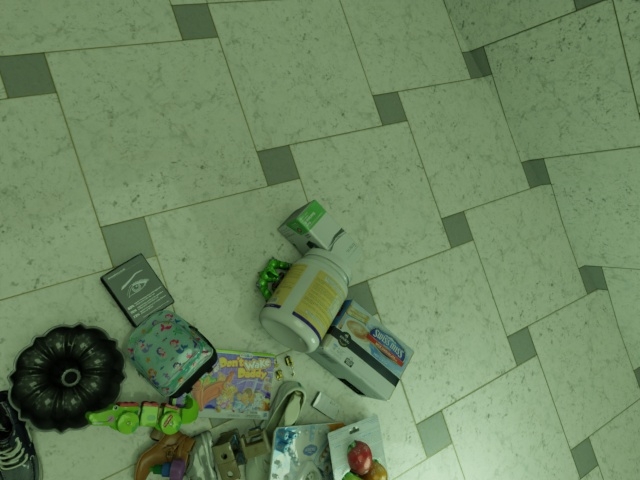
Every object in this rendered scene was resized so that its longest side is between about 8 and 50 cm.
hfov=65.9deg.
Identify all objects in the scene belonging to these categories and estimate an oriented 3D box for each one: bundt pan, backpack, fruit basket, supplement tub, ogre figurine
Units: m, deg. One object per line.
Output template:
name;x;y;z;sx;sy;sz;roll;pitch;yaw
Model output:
bundt pan;-0.783;0.414;1.526;0.331;0.124;0.330;3;85;-37
backpack;-0.493;0.356;1.600;0.253;0.191;0.225;40;75;21
fruit basket;0.145;0.869;1.855;0.327;0.165;0.352;4;68;-50
supplement tub;-0.046;0.216;1.817;0.241;0.241;0.331;42;59;-13
ogre figurine;-0.176;0.147;1.906;0.118;0.097;0.197;43;77;-25

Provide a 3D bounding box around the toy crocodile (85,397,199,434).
toy crocodile;-0.549;0.545;1.546;0.341;0.115;0.105;12;73;-29

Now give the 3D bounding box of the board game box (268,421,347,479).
board game box;-0.034;0.865;1.768;0.390;0.050;0.389;19;72;-48

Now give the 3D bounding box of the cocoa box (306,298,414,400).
cocoa box;0.139;0.424;1.923;0.347;0.231;0.228;41;65;-13

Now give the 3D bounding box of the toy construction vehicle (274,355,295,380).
toy construction vehicle;-0.143;0.482;1.889;0.086;0.035;0.098;-13;86;-27

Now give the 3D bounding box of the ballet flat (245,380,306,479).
ballet flat;-0.157;0.702;1.786;0.139;0.139;0.400;30;69;-17

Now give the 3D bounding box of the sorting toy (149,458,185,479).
sorting toy;-0.507;0.866;1.575;0.126;0.127;0.365;5;100;-1

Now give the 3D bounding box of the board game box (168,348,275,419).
board game box;-0.349;0.508;1.763;0.347;0.078;0.233;11;76;-23

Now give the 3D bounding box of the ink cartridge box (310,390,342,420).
ink cartridge box;0.022;0.650;1.939;0.115;0.029;0.062;39;66;-15

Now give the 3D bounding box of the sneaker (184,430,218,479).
sneaker;-0.410;0.802;1.680;0.115;0.105;0.281;-7;74;-14

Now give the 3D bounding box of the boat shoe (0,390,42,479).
boat shoe;-0.906;0.613;1.433;0.127;0.158;0.340;-19;88;-27

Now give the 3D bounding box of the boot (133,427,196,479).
boot;-0.509;0.719;1.617;0.153;0.073;0.197;16;68;7

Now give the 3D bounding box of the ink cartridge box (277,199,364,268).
ink cartridge box;0.000;0.000;1.950;0.289;0.211;0.121;46;64;-11

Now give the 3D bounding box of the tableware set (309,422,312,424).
tableware set;-0.060;0.789;1.878;0.141;0.020;0.168;-28;93;-27

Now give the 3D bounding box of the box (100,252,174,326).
box;-0.623;0.170;1.681;0.153;0.108;0.207;-34;95;-26

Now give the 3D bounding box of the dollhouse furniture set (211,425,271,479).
dollhouse furniture set;-0.254;0.721;1.697;0.184;0.129;0.128;-18;88;2
